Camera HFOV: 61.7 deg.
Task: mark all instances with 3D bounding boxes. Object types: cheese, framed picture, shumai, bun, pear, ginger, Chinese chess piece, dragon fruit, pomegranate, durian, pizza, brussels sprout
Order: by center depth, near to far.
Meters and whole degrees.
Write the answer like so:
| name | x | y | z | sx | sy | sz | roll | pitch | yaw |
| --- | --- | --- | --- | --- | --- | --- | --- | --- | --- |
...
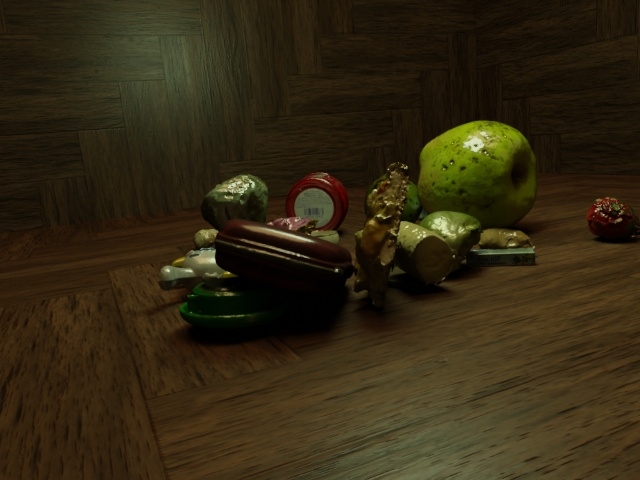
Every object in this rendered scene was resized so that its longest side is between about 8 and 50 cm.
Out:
| name | x | y | z | sx | sy | sz | roll | pitch | yaw |
| --- | --- | --- | --- | --- | --- | --- | --- | --- | --- |
| pizza | 0.114 | 0.008 | 1.090 | 0.089 | 0.323 | 0.223 | 12 | 46 | 7 |
| cheese | 0.217 | 0.024 | 1.201 | 0.094 | 0.123 | 0.167 | -31 | 18 | -9 |
| framed picture | 0.223 | 0.079 | 1.290 | 0.150 | 0.015 | 0.203 | 3 | 13 | 36 |
| brussels sprout | 0.305 | -0.001 | 1.303 | 0.145 | 0.131 | 0.183 | 21 | 36 | 29 |
| ginger | 0.483 | 0.002 | 1.436 | 0.095 | 0.068 | 0.190 | 18 | -2 | -29 |
| dragon fruit | 0.809 | -0.060 | 1.483 | 0.142 | 0.130 | 0.121 | 33 | -5 | -12 |
| durian | -0.163 | 0.020 | 1.559 | 0.341 | 0.112 | 0.191 | -13 | 20 | 3 |
| shumai | -0.239 | -0.077 | 1.686 | 0.225 | 0.222 | 0.260 | -33 | -14 | -2 |
| Chinese chess piece | 0.000 | 0.000 | 1.721 | 0.122 | 0.051 | 0.122 | -5 | 9 | 1 |
| pear | 0.486 | -0.194 | 1.723 | 0.391 | 0.391 | 0.391 | -5 | 11 | 1 |
| bun | -0.391 | -0.005 | 1.872 | 0.115 | 0.069 | 0.115 | -4 | 9 | 1 |
| pomegranate | 0.249 | -0.123 | 1.905 | 0.211 | 0.211 | 0.263 | -8 | -14 | -14 |

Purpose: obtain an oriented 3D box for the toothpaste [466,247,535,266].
| name | x | y | z | sx | sy | sz | roll | pitch | yaw |
| --- | --- | --- | --- | --- | --- | --- | --- | --- | --- |
| toothpaste | 0.447 | 0.041 | 1.332 | 0.164 | 0.034 | 0.046 | -2 | 11 | 14 |

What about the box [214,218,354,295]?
| name | x | y | z | sx | sy | sz | roll | pitch | yaw |
| --- | --- | --- | --- | --- | --- | --- | --- | --- | --- |
| box | -0.062 | 0.034 | 1.120 | 0.263 | 0.108 | 0.404 | 15 | 0 | 8 |

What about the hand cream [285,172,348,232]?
| name | x | y | z | sx | sy | sz | roll | pitch | yaw |
| --- | --- | --- | --- | --- | --- | --- | --- | --- | --- |
| hand cream | -0.011 | -0.126 | 1.935 | 0.230 | 0.230 | 0.149 | -3 | 14 | 10 |

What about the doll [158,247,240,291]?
| name | x | y | z | sx | sy | sz | roll | pitch | yaw |
| --- | --- | --- | --- | --- | --- | --- | --- | --- | --- |
| doll | -0.264 | 0.070 | 1.306 | 0.252 | 0.111 | 0.237 | 1 | 10 | -17 |

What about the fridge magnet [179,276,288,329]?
| name | x | y | z | sx | sy | sz | roll | pitch | yaw |
| --- | --- | --- | --- | --- | --- | --- | --- | --- | --- |
| fridge magnet | -0.166 | 0.122 | 1.036 | 0.208 | 0.088 | 0.208 | -2 | 6 | 0 |

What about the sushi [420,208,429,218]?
| name | x | y | z | sx | sy | sz | roll | pitch | yaw |
| --- | --- | --- | --- | --- | --- | --- | --- | --- | --- |
| sushi | 0.456 | -0.120 | 2.039 | 0.226 | 0.103 | 0.097 | -3 | -16 | 26 |
